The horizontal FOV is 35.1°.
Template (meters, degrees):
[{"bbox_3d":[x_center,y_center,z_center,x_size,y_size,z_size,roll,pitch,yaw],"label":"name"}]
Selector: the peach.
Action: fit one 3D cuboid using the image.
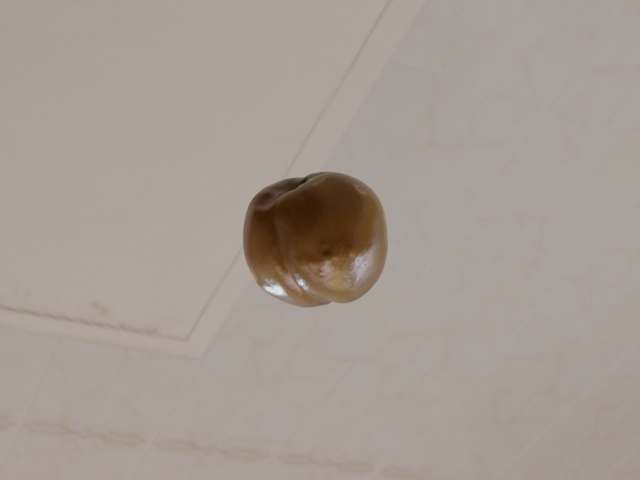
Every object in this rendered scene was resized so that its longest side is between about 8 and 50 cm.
[{"bbox_3d":[0.000,0.000,0.950,0.138,0.138,0.138,18,-138,-17],"label":"peach"}]
